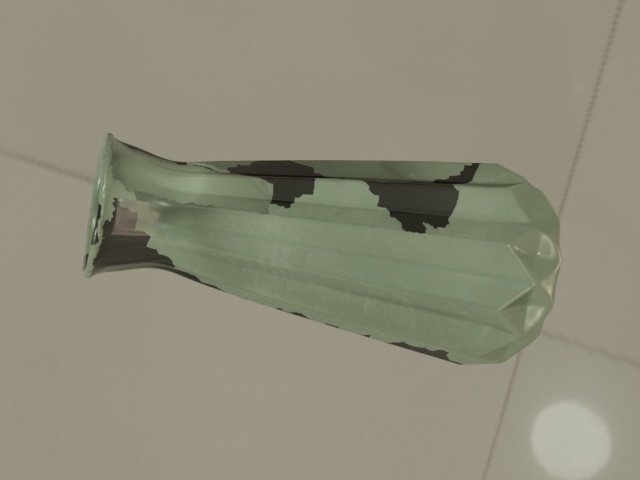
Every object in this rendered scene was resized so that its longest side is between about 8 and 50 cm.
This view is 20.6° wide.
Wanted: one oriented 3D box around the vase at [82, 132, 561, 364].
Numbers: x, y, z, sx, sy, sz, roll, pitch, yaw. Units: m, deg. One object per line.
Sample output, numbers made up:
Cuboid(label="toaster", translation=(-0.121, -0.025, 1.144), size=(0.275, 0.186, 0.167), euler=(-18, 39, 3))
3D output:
Cuboid(label="vase", translation=(0.000, 0.000, 1.381), size=(0.360, 0.165, 0.165), euler=(9, 107, -9))
